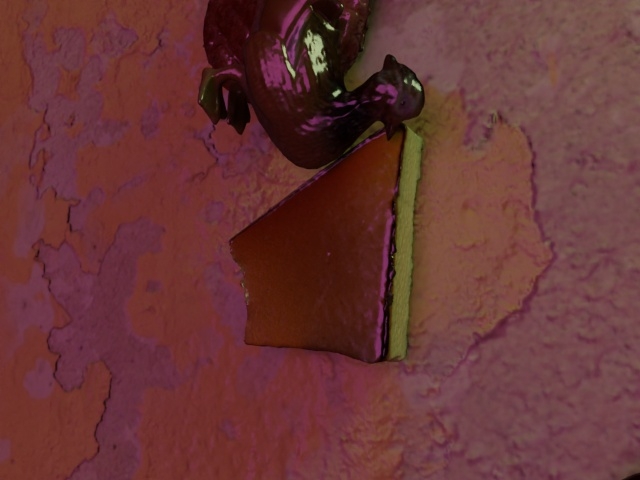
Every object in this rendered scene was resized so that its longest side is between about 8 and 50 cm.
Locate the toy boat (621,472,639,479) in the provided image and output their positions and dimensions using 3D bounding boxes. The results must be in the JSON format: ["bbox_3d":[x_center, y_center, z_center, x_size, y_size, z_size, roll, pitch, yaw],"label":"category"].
[{"bbox_3d":[0.287,0.169,0.390,0.223,0.100,0.097,-24,99,22],"label":"toy boat"}]

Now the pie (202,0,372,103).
[{"bbox_3d":[-0.034,-0.215,0.635,0.182,0.049,0.183,-4,81,28],"label":"pie"}]

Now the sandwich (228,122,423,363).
[{"bbox_3d":[0.000,0.000,0.578,0.162,0.058,0.193,3,82,27],"label":"sandwich"}]

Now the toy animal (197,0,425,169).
[{"bbox_3d":[-0.009,-0.153,0.549,0.179,0.089,0.188,-8,88,22],"label":"toy animal"}]
